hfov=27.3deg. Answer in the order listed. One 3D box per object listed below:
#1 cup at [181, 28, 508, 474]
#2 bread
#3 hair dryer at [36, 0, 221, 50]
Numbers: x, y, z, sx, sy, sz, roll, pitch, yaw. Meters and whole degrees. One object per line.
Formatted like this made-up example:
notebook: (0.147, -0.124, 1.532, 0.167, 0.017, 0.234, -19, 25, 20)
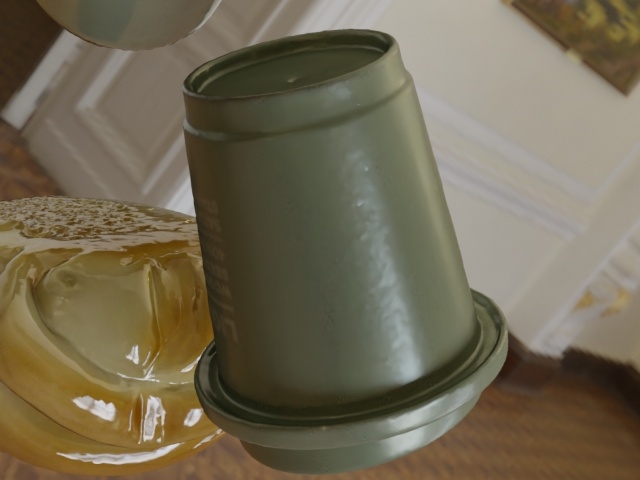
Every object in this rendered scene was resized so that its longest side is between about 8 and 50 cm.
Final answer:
cup: (0.000, 0.000, 0.482, 0.120, 0.120, 0.141, -102, 177, -70)
bread: (-0.137, 0.041, 0.688, 0.173, 0.121, 0.311, -8, 10, -31)
hair dryer: (0.007, -0.249, 0.733, 0.128, 0.362, 0.203, 55, -29, 5)
